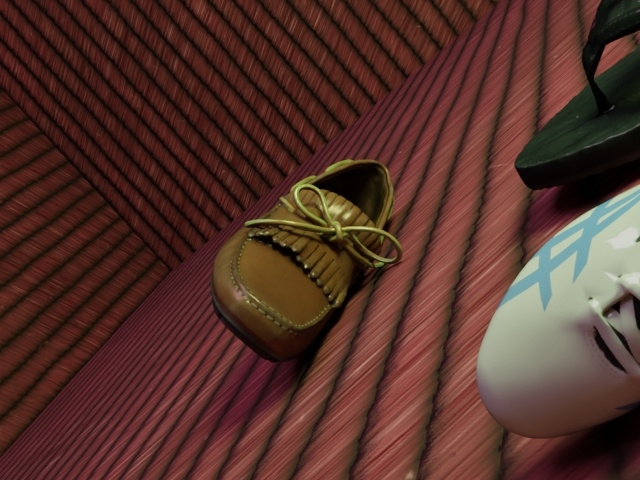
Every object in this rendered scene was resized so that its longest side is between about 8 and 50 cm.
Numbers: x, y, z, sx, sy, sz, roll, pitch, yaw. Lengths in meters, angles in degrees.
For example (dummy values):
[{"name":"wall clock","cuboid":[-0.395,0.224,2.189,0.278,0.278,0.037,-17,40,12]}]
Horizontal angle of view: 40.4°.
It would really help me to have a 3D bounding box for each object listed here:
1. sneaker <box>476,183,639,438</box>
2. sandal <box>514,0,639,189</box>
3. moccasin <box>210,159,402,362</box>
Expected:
[{"name":"sneaker","cuboid":[0.154,0.008,0.330,0.237,0.085,0.086,-37,-5,25]},{"name":"sandal","cuboid":[0.308,-0.197,0.598,0.445,0.107,0.167,-37,10,21]},{"name":"moccasin","cuboid":[0.002,0.002,0.909,0.147,0.139,0.380,-47,-4,27]}]
